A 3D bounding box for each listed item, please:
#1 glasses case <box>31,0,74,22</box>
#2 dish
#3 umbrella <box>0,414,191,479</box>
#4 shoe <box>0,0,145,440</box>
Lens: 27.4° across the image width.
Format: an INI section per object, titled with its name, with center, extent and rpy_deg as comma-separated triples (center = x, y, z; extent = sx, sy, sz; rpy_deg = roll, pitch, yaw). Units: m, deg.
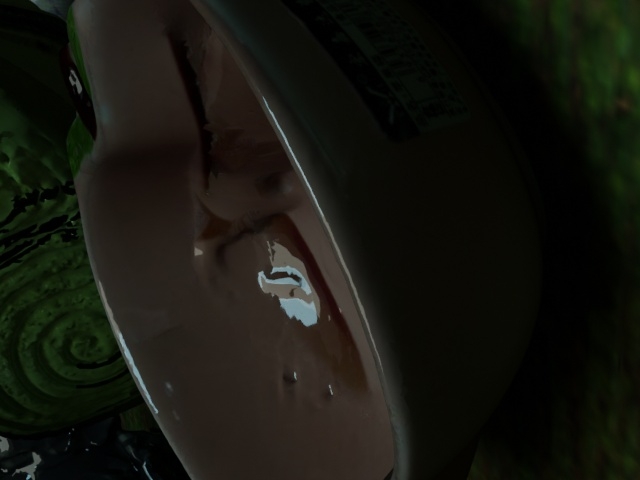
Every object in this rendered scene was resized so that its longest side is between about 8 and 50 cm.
[glasses case]
center = -0.177, -0.127, 0.691
extent = 0.327, 0.076, 0.125
rpy_deg = -2, 109, 65
[dish]
center = 0.000, 0.000, 0.409
extent = 0.213, 0.090, 0.213
rpy_deg = 45, 147, 41
[umbrella]
center = -0.153, 0.101, 0.743
extent = 0.337, 0.128, 0.154
rpy_deg = 59, 143, 13
[shoe]
center = -0.115, -0.013, 0.548
extent = 0.262, 0.140, 0.128
rpy_deg = 54, -157, -58
